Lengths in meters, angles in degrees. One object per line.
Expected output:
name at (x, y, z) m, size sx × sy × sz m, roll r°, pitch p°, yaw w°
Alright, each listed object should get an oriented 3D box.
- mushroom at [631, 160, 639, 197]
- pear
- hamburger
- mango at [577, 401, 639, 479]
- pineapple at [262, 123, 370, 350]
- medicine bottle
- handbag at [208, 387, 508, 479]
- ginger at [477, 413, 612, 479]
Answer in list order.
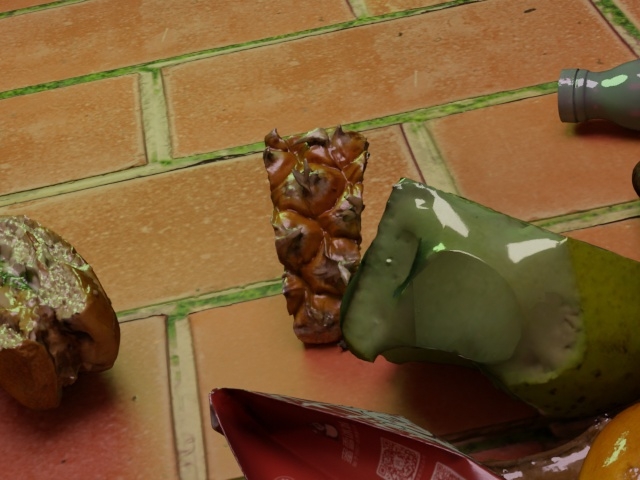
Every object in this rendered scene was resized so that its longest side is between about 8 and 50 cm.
mushroom at (0.399, -0.102, 1.509) m, size 0.148 × 0.217 × 0.227 m, roll -11°, pitch 31°, yaw -3°
pear at (0.186, 0.068, 1.333) m, size 0.282 × 0.176 × 0.286 m, roll 19°, pitch 4°, yaw 18°
hamburger at (-0.296, 0.073, 1.496) m, size 0.144 × 0.156 × 0.283 m, roll -40°, pitch 37°, yaw -11°
mango at (0.268, 0.214, 1.147) m, size 0.145 × 0.112 × 0.219 m, roll 24°, pitch 56°, yaw 28°
pineapple at (0.000, 0.000, 1.533) m, size 0.115 × 0.236 × 0.186 m, roll -1°, pitch -7°, yaw 6°
medicine bottle at (0.399, -0.175, 1.752) m, size 0.217 × 0.090 × 0.090 m, roll 2°, pitch 33°, yaw 21°
handbag at (0.054, 0.199, 1.062) m, size 0.298 × 0.171 × 0.151 m, roll 34°, pitch 85°, yaw 25°
ginger at (0.093, 0.210, 1.228) m, size 0.334 × 0.081 × 0.148 m, roll -4°, pitch 31°, yaw -1°
